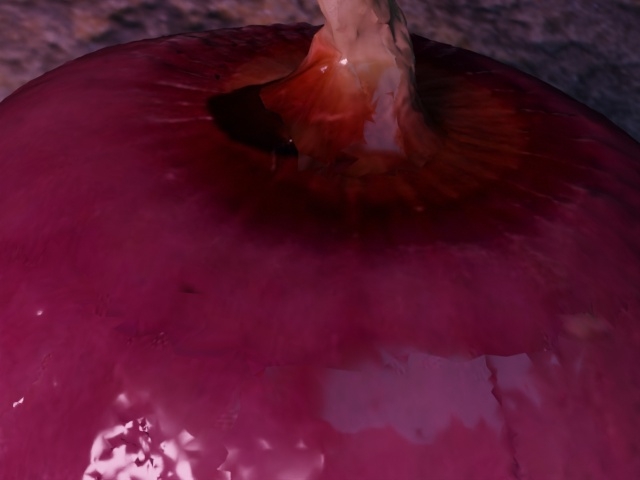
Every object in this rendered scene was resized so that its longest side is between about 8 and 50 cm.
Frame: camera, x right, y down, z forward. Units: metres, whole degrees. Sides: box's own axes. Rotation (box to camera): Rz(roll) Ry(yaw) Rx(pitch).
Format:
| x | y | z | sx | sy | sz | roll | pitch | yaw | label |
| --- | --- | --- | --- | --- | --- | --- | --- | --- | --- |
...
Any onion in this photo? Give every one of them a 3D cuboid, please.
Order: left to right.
| x | y | z | sx | sy | sz | roll | pitch | yaw | label |
| --- | --- | --- | --- | --- | --- | --- | --- | --- | --- |
| -0.003 | 0.039 | 0.566 | 0.358 | 0.345 | 0.358 | -1 | 58 | 2 | onion |
